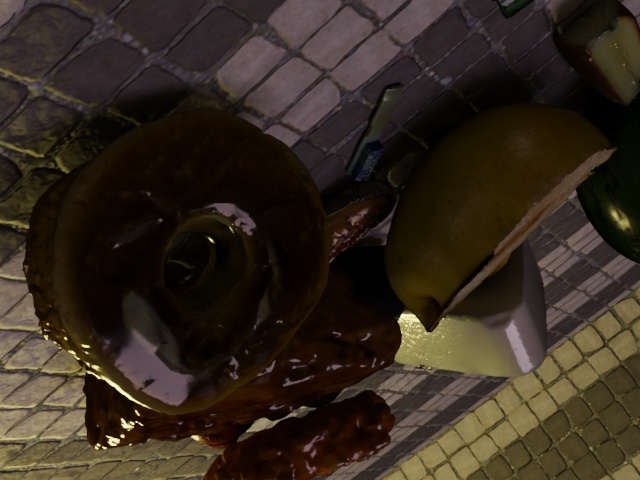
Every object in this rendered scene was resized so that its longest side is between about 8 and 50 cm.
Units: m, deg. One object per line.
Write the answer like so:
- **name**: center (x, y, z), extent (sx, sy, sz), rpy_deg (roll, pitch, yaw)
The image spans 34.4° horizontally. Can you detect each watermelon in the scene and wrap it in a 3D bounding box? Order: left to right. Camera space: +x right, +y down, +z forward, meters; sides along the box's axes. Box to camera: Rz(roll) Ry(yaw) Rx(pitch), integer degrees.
- **watermelon**: center (0.576, -0.128, 1.678), extent (0.363, 0.363, 0.363), rpy_deg (-29, 158, -13)

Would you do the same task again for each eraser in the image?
- **eraser**: center (0.293, 0.098, 1.896), extent (0.331, 0.150, 0.331), rpy_deg (-20, -158, 9)

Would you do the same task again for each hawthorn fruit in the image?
- **hawthorn fruit**: center (-0.157, 0.268, 1.725), extent (0.172, 0.148, 0.148), rpy_deg (-24, 161, 16)

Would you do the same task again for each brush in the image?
- **brush**: center (0.075, -0.139, 1.380), extent (0.033, 0.030, 0.179), rpy_deg (-11, 150, -26)

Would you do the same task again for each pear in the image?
- **pear**: center (0.230, -0.064, 1.520), extent (0.386, 0.191, 0.340), rpy_deg (-38, 166, -26)

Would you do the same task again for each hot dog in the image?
- **hot dog**: center (0.000, 0.000, 1.504), extent (0.252, 0.069, 0.131), rpy_deg (-37, 160, 10)

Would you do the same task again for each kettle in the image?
- **kettle**: center (0.031, 0.123, 1.721), extent (0.255, 0.165, 0.240), rpy_deg (-55, 180, 36)

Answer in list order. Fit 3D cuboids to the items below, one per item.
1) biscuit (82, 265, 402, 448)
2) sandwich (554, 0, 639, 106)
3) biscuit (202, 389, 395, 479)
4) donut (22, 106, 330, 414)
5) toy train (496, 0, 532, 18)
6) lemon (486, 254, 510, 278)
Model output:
- **biscuit**: center (-0.124, 0.163, 1.428), extent (0.342, 0.166, 0.395), rpy_deg (-1, 159, -34)
- **sandwich**: center (0.407, -0.276, 1.480), extent (0.094, 0.096, 0.258), rpy_deg (-45, 155, 9)
- **biscuit**: center (-0.038, 0.340, 1.661), extent (0.318, 0.111, 0.312), rpy_deg (-21, 171, -9)
- **donut**: center (-0.150, 0.024, 1.104), extent (0.330, 0.330, 0.160), rpy_deg (-18, -173, -35)
- **toy train**: center (0.229, -0.333, 1.056), extent (0.200, 0.132, 0.083), rpy_deg (-37, 159, 12)
- **lemon**: center (0.248, 0.007, 1.771), extent (0.187, 0.142, 0.142), rpy_deg (-22, 155, -22)
